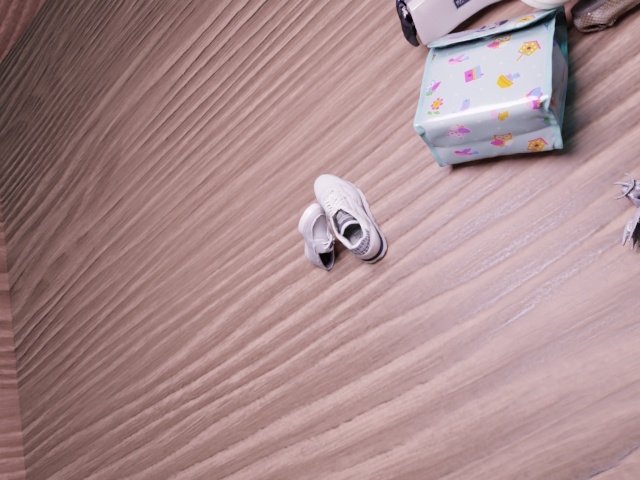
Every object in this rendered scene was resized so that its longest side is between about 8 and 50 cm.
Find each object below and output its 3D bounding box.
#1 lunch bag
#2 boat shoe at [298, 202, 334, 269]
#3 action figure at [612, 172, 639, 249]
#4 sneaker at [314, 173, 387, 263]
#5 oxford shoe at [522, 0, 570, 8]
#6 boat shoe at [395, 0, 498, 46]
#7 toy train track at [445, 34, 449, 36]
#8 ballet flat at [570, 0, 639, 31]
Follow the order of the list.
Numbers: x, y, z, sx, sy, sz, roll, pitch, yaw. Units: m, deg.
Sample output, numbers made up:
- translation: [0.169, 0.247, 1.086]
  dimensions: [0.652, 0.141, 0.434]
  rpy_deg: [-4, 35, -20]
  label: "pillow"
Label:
- translation: [0.298, -0.281, 0.813]
  dimensions: [0.224, 0.160, 0.262]
  rpy_deg: [-2, 64, 37]
  label: "lunch bag"
- translation: [0.000, 0.000, 0.938]
  dimensions: [0.063, 0.184, 0.066]
  rpy_deg: [38, 61, 24]
  label: "boat shoe"
- translation: [0.538, -0.035, 0.624]
  dimensions: [0.285, 0.099, 0.185]
  rpy_deg: [29, 100, 39]
  label: "action figure"
- translation: [0.047, -0.060, 0.962]
  dimensions: [0.090, 0.095, 0.235]
  rpy_deg: [-46, 56, 18]
  label: "sneaker"
- translation: [0.442, -0.550, 0.722]
  dimensions: [0.169, 0.130, 0.449]
  rpy_deg: [40, 85, 3]
  label: "oxford shoe"
- translation: [0.294, -0.520, 0.900]
  dimensions: [0.341, 0.127, 0.158]
  rpy_deg: [-24, 48, 16]
  label: "boat shoe"
- translation: [0.240, -0.440, 0.976]
  dimensions: [0.048, 0.014, 0.083]
  rpy_deg: [-40, 59, 19]
  label: "toy train track"
- translation: [0.529, -0.417, 0.755]
  dimensions: [0.250, 0.058, 0.084]
  rpy_deg: [-31, 27, 18]
  label: "ballet flat"
